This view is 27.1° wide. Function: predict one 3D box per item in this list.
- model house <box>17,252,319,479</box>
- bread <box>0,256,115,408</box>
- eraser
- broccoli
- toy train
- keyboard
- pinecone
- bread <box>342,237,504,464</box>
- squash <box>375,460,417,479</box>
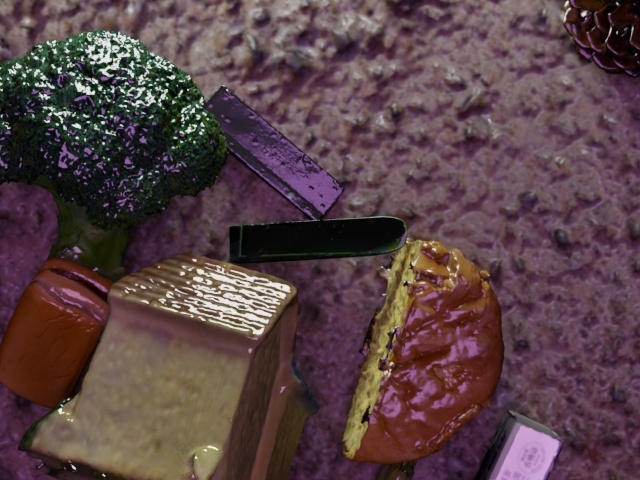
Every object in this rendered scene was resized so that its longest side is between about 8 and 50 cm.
[{"bbox_3d":[-0.147,0.163,1.455,0.261,0.321,0.266,14,74,16],"label":"model house"},{"bbox_3d":[-0.294,0.110,1.505,0.116,0.077,0.200,32,132,-2],"label":"bread"},{"bbox_3d":[0.201,0.304,1.517,0.068,0.124,0.210,25,90,2],"label":"eraser"},{"bbox_3d":[-0.264,-0.092,1.483,0.298,0.297,0.297,16,117,1],"label":"broccoli"},{"bbox_3d":[0.000,0.000,1.546,0.209,0.042,0.044,-3,84,12],"label":"toy train"},{"bbox_3d":[-0.061,-0.101,1.578,0.195,0.018,0.060,40,83,1],"label":"keyboard"},{"bbox_3d":[0.361,-0.270,1.495,0.163,0.165,0.162,0,87,-3],"label":"pinecone"},{"bbox_3d":[0.122,0.136,1.509,0.147,0.160,0.260,16,85,-7],"label":"bread"},{"bbox_3d":[0.070,0.331,1.557,0.052,0.052,0.183,18,89,1],"label":"squash"}]
